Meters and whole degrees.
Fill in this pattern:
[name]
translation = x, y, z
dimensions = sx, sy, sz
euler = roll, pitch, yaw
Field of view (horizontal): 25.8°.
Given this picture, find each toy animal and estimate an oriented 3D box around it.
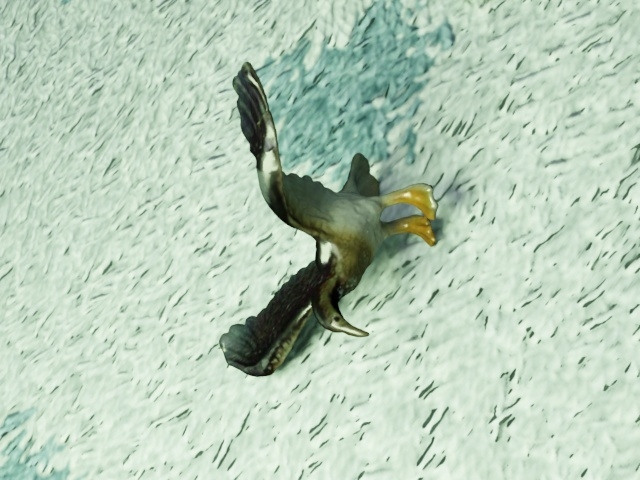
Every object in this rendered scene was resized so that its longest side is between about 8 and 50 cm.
[toy animal]
translation = 0.016, -0.003, 1.068
dimensions = 0.160, 0.273, 0.197
euler = -25, 38, -23
